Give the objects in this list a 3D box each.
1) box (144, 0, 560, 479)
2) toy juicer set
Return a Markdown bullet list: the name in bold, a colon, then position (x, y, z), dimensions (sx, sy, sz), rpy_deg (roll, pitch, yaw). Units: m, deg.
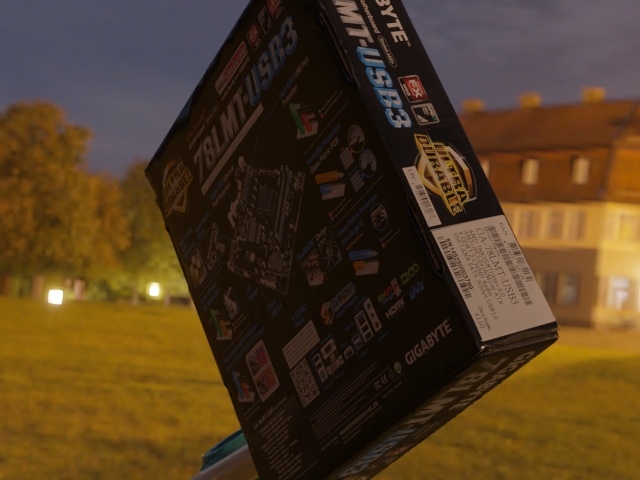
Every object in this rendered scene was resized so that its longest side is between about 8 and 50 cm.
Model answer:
- **box**: position (0.000, 0.000, 0.977), dimensions (0.073, 0.293, 0.295), rpy_deg (-9, -24, -32)
- **toy juicer set**: position (-0.038, 0.208, 1.345), dimensions (0.209, 0.089, 0.329), rpy_deg (-32, 0, 36)
